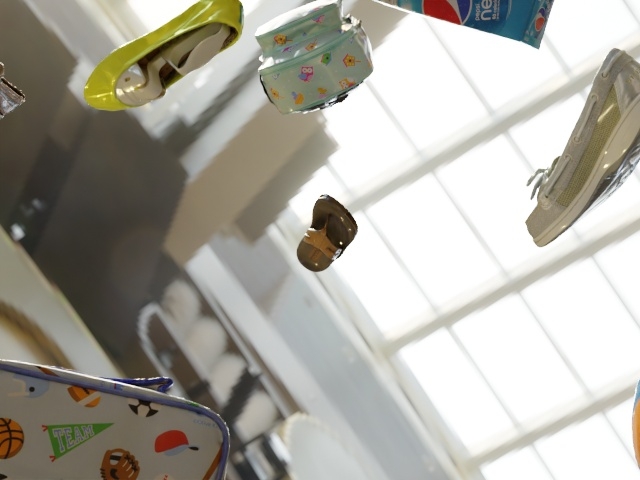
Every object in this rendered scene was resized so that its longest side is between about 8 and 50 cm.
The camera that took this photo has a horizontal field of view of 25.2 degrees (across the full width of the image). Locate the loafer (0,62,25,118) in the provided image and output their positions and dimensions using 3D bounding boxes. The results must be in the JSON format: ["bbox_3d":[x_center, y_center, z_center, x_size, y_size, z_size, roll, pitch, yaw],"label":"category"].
[{"bbox_3d":[-0.326,-0.164,1.414,0.045,0.039,0.125,61,173,23],"label":"loafer"}]

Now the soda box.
[{"bbox_3d":[0.163,-0.287,1.688,0.210,0.067,0.071,20,-172,26],"label":"soda box"}]

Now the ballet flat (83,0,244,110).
[{"bbox_3d":[-0.185,-0.212,1.698,0.077,0.231,0.077,44,-161,-45],"label":"ballet flat"}]

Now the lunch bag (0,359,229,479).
[{"bbox_3d":[-0.237,0.240,1.379,0.115,0.303,0.243,135,147,-68],"label":"lunch bag"}]

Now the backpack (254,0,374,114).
[{"bbox_3d":[-0.010,-0.256,2.011,0.188,0.165,0.144,-98,-15,-67],"label":"backpack"}]

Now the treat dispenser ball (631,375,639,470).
[{"bbox_3d":[0.455,0.188,1.421,0.288,0.288,0.288,52,-167,-17],"label":"treat dispenser ball"}]

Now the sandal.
[{"bbox_3d":[0.000,0.000,2.403,0.090,0.219,0.060,37,-123,1],"label":"sandal"}]

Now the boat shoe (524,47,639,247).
[{"bbox_3d":[0.338,-0.109,1.812,0.103,0.118,0.320,46,146,15],"label":"boat shoe"}]
